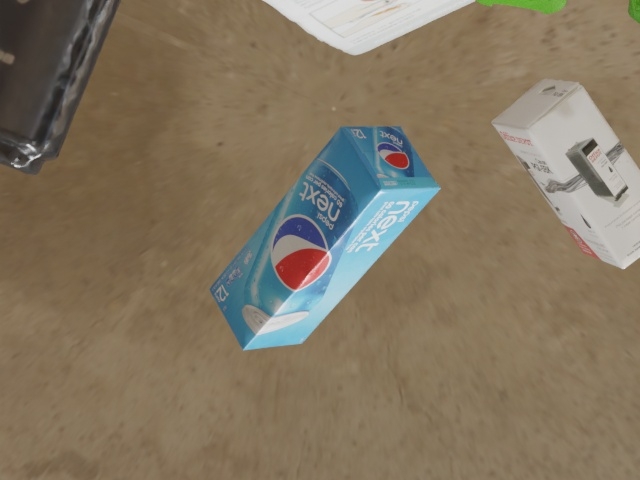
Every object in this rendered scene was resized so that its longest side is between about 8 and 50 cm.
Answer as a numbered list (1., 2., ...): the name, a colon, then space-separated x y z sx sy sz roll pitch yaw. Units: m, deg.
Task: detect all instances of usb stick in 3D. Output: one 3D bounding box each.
1. usb stick: -0.114 -0.170 0.881 0.077 0.045 0.278 22 90 18

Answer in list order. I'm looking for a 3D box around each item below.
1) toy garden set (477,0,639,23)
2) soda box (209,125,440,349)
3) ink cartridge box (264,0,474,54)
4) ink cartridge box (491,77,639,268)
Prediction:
1. toy garden set: 0.136 -0.174 0.791 0.244 0.049 0.204 9 61 10
2. soda box: 0.000 0.000 1.449 0.210 0.071 0.067 -50 59 35
3. ink cartridge box: 0.081 -0.245 1.067 0.308 0.385 0.091 -25 77 15
4. ink cartridge box: 0.200 -0.052 1.377 0.056 0.099 0.135 -37 102 -4
